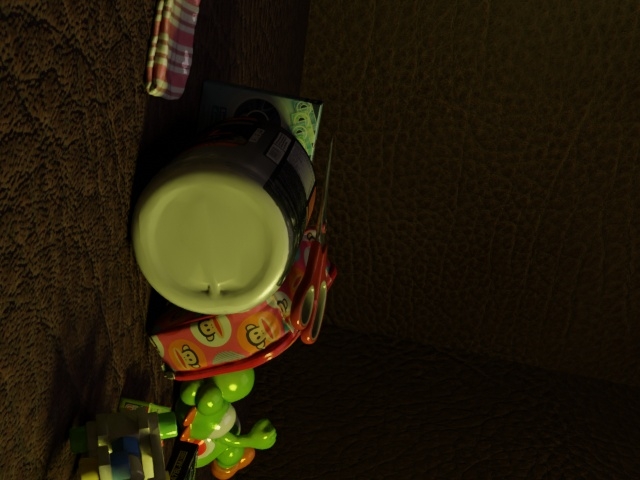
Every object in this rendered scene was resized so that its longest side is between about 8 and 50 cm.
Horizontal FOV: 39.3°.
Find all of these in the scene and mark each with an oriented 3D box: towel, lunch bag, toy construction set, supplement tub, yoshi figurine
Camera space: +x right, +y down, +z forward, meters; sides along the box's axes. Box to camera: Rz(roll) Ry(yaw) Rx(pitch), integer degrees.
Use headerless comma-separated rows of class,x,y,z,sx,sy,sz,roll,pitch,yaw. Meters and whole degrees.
towel,-0.168,-0.266,1.076,0.144,0.029,0.197,-59,161,-82
lunch bag,-0.132,0.095,1.387,0.120,0.258,0.293,64,30,-16
toy construction set,-0.227,0.326,1.042,0.215,0.151,0.327,-116,-142,-50
supplement tub,-0.116,-0.051,1.226,0.338,0.207,0.207,-74,175,-71
yoshi figurine,-0.194,0.331,1.790,0.362,0.204,0.203,94,-8,-59

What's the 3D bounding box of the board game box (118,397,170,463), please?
board game box,-0.263,0.282,1.308,0.181,0.043,0.092,91,11,-77

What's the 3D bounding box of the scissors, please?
scissors,0.000,0.000,1.300,0.109,0.021,0.297,40,58,-65

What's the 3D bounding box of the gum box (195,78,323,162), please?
gum box,-0.100,-0.156,1.395,0.041,0.185,0.156,-73,175,-72

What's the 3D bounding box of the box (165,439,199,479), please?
box,-0.247,0.458,1.474,0.184,0.045,0.190,-80,180,-69
